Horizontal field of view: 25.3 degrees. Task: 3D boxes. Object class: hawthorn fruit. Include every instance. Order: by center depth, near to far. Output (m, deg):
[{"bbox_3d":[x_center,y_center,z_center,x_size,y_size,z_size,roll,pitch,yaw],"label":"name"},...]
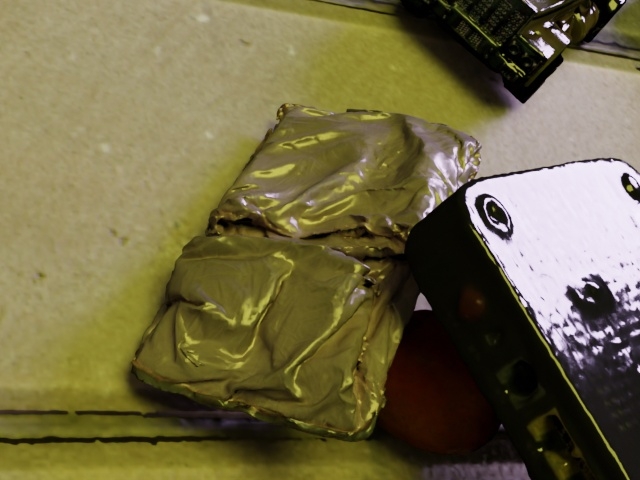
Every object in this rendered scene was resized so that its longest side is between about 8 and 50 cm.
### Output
[{"bbox_3d":[0.057,0.074,0.780,0.093,0.081,0.081,13,42,14],"label":"hawthorn fruit"}]

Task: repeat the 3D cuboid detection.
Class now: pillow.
[{"bbox_3d":[0.000,0.000,0.780,0.135,0.049,0.248,12,41,15],"label":"pillow"}]

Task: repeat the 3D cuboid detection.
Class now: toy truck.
[{"bbox_3d":[0.174,-0.211,1.048,0.127,0.127,0.257,44,47,2],"label":"toy truck"}]

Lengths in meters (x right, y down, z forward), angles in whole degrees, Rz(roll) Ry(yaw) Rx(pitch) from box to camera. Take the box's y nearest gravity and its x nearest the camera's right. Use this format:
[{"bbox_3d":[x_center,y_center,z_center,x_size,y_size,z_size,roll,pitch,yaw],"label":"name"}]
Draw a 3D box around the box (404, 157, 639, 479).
[{"bbox_3d":[0.193,0.116,0.746,0.211,0.058,0.350,-11,67,-53],"label":"box"}]
